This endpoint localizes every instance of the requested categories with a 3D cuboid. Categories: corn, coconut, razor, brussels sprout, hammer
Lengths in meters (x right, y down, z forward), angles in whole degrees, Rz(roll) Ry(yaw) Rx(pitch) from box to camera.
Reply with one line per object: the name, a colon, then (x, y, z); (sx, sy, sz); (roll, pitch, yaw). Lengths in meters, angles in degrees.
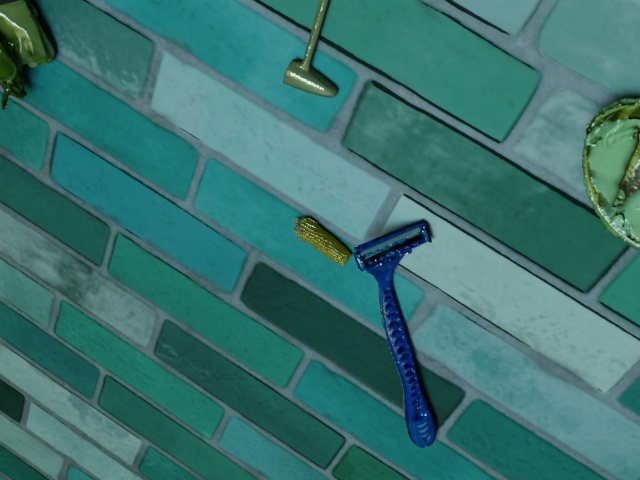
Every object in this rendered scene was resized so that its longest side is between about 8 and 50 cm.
corn: (0.000, 0.000, 0.901); (0.083, 0.028, 0.027); (38, 149, 2)
coconut: (0.305, -0.078, 0.680); (0.133, 0.055, 0.158); (36, 126, 6)
razor: (0.103, 0.125, 0.913); (0.056, 0.093, 0.324); (40, 149, 56)
brussels sprout: (-0.416, -0.264, 0.925); (0.139, 0.100, 0.181); (4, 132, 48)
hammer: (0.012, -0.239, 0.758); (0.060, 0.028, 0.195); (23, 125, 7)

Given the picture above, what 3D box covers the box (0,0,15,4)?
box: (-0.287, -0.319, 0.719); (0.188, 0.252, 0.153); (-1, 116, 29)
